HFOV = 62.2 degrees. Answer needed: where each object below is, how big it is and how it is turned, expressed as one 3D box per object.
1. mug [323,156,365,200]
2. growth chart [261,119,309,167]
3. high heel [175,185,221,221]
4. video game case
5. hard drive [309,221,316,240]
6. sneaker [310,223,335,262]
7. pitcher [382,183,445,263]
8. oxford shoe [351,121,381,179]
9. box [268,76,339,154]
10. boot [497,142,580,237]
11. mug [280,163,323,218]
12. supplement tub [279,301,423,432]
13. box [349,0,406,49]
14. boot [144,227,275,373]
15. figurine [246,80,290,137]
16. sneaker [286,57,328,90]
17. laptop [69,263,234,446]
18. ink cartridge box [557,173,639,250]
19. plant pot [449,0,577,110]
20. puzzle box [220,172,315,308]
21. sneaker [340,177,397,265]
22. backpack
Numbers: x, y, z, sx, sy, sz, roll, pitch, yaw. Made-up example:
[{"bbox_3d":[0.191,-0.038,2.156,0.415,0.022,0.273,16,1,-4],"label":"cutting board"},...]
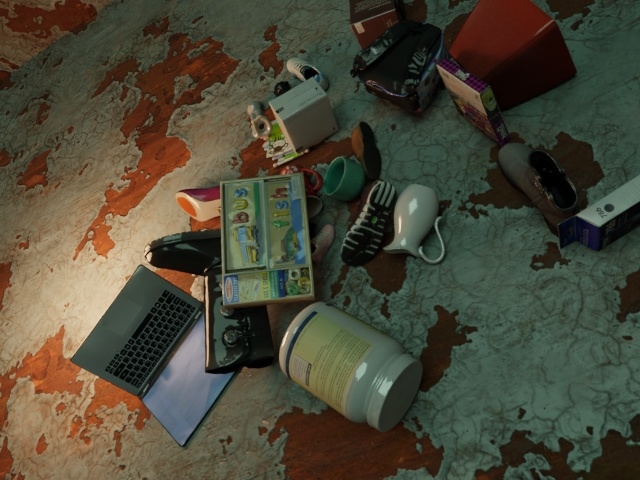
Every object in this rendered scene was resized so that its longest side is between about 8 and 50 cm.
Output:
[{"bbox_3d":[0.080,-0.199,1.714,0.130,0.097,0.158,-61,28,22],"label":"mug"},{"bbox_3d":[-0.140,-0.373,1.965,0.171,0.021,0.238,-27,56,13],"label":"growth chart"},{"bbox_3d":[-0.374,-0.158,1.960,0.377,0.127,0.181,17,47,36],"label":"high heel"},{"bbox_3d":[0.442,-0.402,1.534,0.041,0.210,0.232,-37,41,6],"label":"video game case"},{"bbox_3d":[-0.147,0.008,1.768,0.254,0.054,0.172,0,67,27],"label":"hard drive"},{"bbox_3d":[0.000,0.000,1.687,0.050,0.070,0.135,14,73,34],"label":"sneaker"},{"bbox_3d":[0.293,-0.046,1.539,0.177,0.125,0.207,17,85,11],"label":"pitcher"},{"bbox_3d":[0.147,-0.285,1.759,0.076,0.076,0.213,-37,53,45],"label":"oxford shoe"},{"bbox_3d":[-0.054,-0.428,1.831,0.180,0.182,0.119,-31,56,-3],"label":"box"},{"bbox_3d":[0.570,-0.180,1.382,0.118,0.222,0.338,-36,56,10],"label":"boot"},{"bbox_3d":[-0.056,-0.175,1.781,0.150,0.113,0.169,-27,53,7],"label":"mug"},{"bbox_3d":[0.078,0.326,1.392,0.324,0.235,0.236,25,80,34],"label":"supplement tub"},{"bbox_3d":[0.208,-0.811,1.900,0.166,0.168,0.203,-12,62,21],"label":"box"},{"bbox_3d":[-0.350,0.194,1.646,0.366,0.146,0.446,-11,72,-1],"label":"boot"},{"bbox_3d":[-0.188,-0.507,2.009,0.214,0.092,0.210,-32,40,9],"label":"figurine"},{"bbox_3d":[-0.057,-0.644,2.011,0.085,0.086,0.237,-47,54,3],"label":"sneaker"},{"bbox_3d":[-0.510,0.358,1.690,0.382,0.407,0.236,-55,22,-6],"label":"laptop"},{"bbox_3d":[0.740,-0.076,1.282,0.332,0.165,0.065,-34,57,10],"label":"ink cartridge box"},{"bbox_3d":[0.547,-0.550,1.565,0.235,0.267,0.268,-41,54,19],"label":"plant pot"},{"bbox_3d":[-0.167,-0.006,1.615,0.271,0.052,0.410,-7,69,1],"label":"puzzle box"},{"bbox_3d":[0.144,-0.065,1.639,0.282,0.106,0.163,-62,13,18],"label":"sneaker"},{"bbox_3d":[0.287,-0.566,1.722,0.276,0.213,0.264,35,94,29],"label":"backpack"}]
